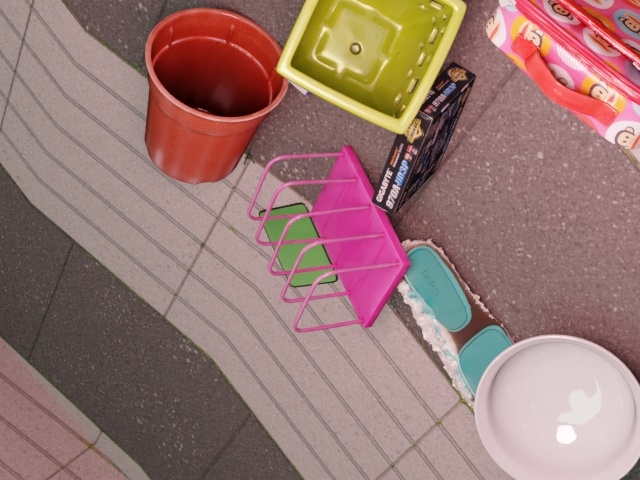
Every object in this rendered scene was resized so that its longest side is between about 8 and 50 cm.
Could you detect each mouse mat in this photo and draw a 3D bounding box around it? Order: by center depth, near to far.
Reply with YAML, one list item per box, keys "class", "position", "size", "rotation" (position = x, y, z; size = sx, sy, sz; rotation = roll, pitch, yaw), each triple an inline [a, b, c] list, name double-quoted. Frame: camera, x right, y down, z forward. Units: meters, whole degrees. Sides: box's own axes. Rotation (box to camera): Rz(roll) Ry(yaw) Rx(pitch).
- class: "mouse mat"
  position: [-0.049, 0.012, 2.240]
  size: [0.153, 0.007, 0.189]
  rotation: [-9, 111, 46]

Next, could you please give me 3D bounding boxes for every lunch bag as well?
- class: "lunch bag"
  position: [0.380, -0.265, 1.472]
  size: [0.293, 0.258, 0.120]
  rotation: [42, 138, 12]

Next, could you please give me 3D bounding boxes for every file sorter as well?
- class: "file sorter"
  position: [0.000, 0.000, 1.971]
  size: [0.290, 0.182, 0.202]
  rotation: [65, 147, 31]

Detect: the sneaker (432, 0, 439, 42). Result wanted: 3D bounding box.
- class: "sneaker"
  position: [0.180, -0.364, 1.766]
  size: [0.035, 0.031, 0.083]
  rotation: [17, 118, 42]

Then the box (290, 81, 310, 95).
- class: "box"
  position: [0.013, -0.339, 1.850]
  size: [0.072, 0.137, 0.126]
  rotation: [45, 138, 10]

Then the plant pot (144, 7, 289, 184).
- class: "plant pot"
  position: [-0.225, -0.261, 2.048]
  size: [0.272, 0.272, 0.265]
  rotation: [44, 146, 11]

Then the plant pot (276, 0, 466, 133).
- class: "plant pot"
  position: [0.065, -0.315, 1.657]
  size: [0.227, 0.207, 0.228]
  rotation: [26, 93, -10]

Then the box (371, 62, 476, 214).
- class: "box"
  position: [0.175, -0.171, 1.784]
  size: [0.051, 0.175, 0.220]
  rotation: [32, 135, 13]

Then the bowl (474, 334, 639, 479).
- class: "bowl"
  position: [0.429, 0.285, 1.853]
  size: [0.298, 0.134, 0.297]
  rotation: [6, 108, 18]

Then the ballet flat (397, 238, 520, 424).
- class: "ballet flat"
  position: [0.265, 0.173, 1.992]
  size: [0.147, 0.147, 0.409]
  rotation: [-30, 92, 48]
